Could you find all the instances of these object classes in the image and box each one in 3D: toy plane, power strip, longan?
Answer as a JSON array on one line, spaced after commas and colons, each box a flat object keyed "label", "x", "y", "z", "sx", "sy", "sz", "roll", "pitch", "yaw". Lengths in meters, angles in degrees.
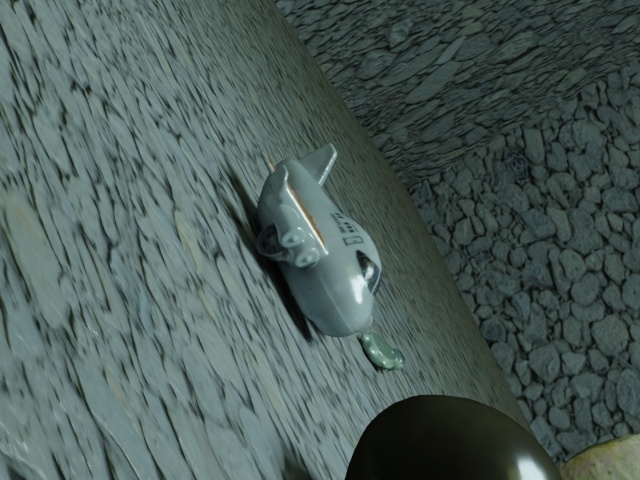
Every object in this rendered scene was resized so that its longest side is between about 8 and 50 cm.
[{"label": "toy plane", "x": 0.000, "y": 0.000, "z": 1.813, "sx": 0.244, "sy": 0.117, "sz": 0.244, "roll": 60, "pitch": 6, "yaw": -10}, {"label": "power strip", "x": 0.075, "y": 0.147, "z": 2.132, "sx": 0.083, "sy": 0.035, "sz": 0.055, "roll": 30, "pitch": 28, "yaw": -49}, {"label": "longan", "x": 0.114, "y": 0.233, "z": 1.371, "sx": 0.220, "sy": 0.197, "sz": 0.196, "roll": 63, "pitch": 8, "yaw": 30}]

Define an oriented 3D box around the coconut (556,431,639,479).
[{"label": "coconut", "x": 0.433, "y": 0.414, "z": 2.149, "sx": 0.404, "sy": 0.405, "sz": 0.404, "roll": 59, "pitch": 7, "yaw": -12}]
